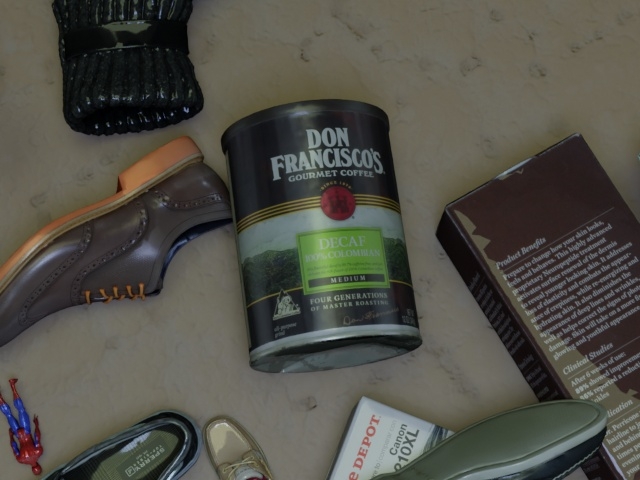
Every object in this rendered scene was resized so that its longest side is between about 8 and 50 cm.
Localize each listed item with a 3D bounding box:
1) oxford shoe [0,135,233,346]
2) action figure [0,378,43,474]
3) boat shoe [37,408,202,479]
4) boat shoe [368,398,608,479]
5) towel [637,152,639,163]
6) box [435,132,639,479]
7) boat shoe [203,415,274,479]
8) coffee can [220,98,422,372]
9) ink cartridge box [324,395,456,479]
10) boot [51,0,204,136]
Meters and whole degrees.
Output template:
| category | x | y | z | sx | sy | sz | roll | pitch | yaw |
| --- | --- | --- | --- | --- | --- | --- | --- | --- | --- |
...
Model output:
| category | x | y | z | sx | sy | sz | roll | pitch | yaw |
| --- | --- | --- | --- | --- | --- | --- | --- | --- | --- |
| oxford shoe | -0.260 | 0.029 | 1.516 | 0.364 | 0.130 | 0.132 | -39 | 85 | -11 |
| action figure | -0.351 | 0.221 | 1.508 | 0.038 | 0.030 | 0.115 | -21 | 81 | -1 |
| boat shoe | -0.282 | 0.299 | 1.441 | 0.335 | 0.119 | 0.121 | -41 | 79 | -11 |
| boat shoe | 0.163 | 0.280 | 1.361 | 0.340 | 0.127 | 0.113 | -25 | 106 | -17 |
| towel | 0.554 | -0.037 | 1.544 | 0.325 | 0.038 | 0.248 | -11 | 73 | -25 |
| box | 0.315 | 0.089 | 1.507 | 0.191 | 0.143 | 0.381 | -28 | 79 | -8 |
| boat shoe | -0.083 | 0.277 | 1.483 | 0.063 | 0.059 | 0.170 | -30 | 78 | -9 |
| coffee can | 0.000 | 0.000 | 1.489 | 0.202 | 0.201 | 0.275 | -7 | 75 | -3 |
| ink cartridge box | 0.121 | 0.302 | 1.460 | 0.237 | 0.100 | 0.172 | 21 | 75 | 4 |
| boot | -0.172 | -0.285 | 1.596 | 0.348 | 0.131 | 0.260 | -19 | 69 | 5 |
